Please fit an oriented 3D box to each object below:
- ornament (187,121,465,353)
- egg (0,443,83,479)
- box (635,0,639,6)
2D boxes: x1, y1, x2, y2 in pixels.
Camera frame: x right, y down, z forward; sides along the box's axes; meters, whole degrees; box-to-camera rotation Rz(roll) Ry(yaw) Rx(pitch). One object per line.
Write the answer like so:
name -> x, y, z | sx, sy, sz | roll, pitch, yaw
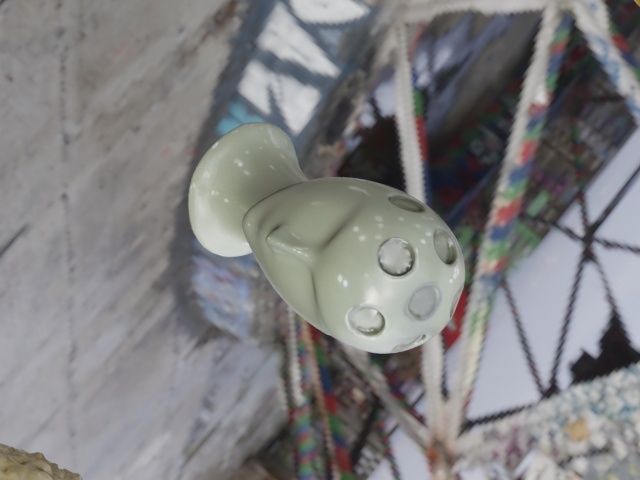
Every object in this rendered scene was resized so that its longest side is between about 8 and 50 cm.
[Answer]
ornament -> 0.000, 0.000, 0.662 | 0.081, 0.156, 0.075 | 12, 104, -37
egg -> -0.125, 0.116, 0.470 | 0.116, 0.140, 0.118 | -59, -154, 14
box -> 0.327, -0.109, 0.936 | 0.129, 0.247, 0.033 | -38, 154, 9
